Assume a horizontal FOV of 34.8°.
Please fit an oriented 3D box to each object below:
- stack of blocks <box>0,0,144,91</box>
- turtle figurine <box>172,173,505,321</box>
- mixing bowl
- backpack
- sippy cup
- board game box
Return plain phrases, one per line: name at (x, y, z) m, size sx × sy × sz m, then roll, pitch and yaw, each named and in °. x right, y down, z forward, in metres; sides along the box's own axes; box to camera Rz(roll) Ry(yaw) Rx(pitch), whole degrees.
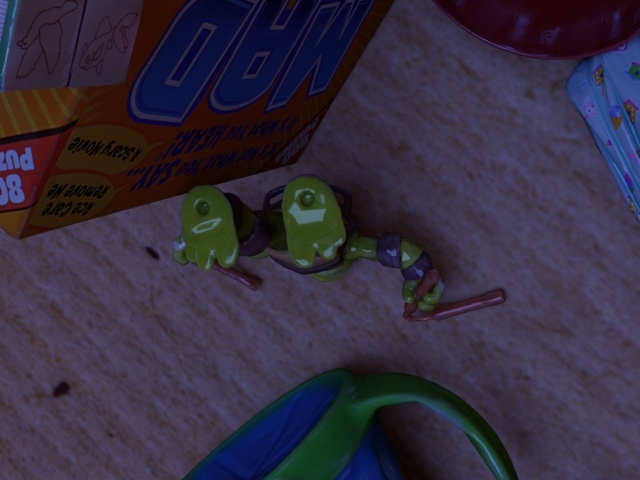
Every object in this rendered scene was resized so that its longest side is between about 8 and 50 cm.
stack of blocks at (-0.223, -0.159, 0.467) m, size 0.297 × 0.087 × 0.171 m, roll 23°, pitch 109°, yaw 18°
turtle figurine at (0.000, 0.000, 0.750) m, size 0.269 × 0.217 × 0.087 m, roll 11°, pitch 85°, yaw 15°
mixing bowl at (0.148, -0.214, 0.635) m, size 0.181 × 0.098 × 0.181 m, roll 20°, pitch 139°, yaw 18°
backpack at (0.245, -0.068, 0.656) m, size 0.115 × 0.152 × 0.182 m, roll -32°, pitch 81°, yaw 29°
sippy cup at (0.002, 0.256, 0.784) m, size 0.224 × 0.240 × 0.305 m, roll 52°, pitch 137°, yaw -4°
board game box at (-0.138, -0.272, 0.655) m, size 0.356 × 0.356 × 0.356 m, roll 38°, pitch 112°, yaw 12°
